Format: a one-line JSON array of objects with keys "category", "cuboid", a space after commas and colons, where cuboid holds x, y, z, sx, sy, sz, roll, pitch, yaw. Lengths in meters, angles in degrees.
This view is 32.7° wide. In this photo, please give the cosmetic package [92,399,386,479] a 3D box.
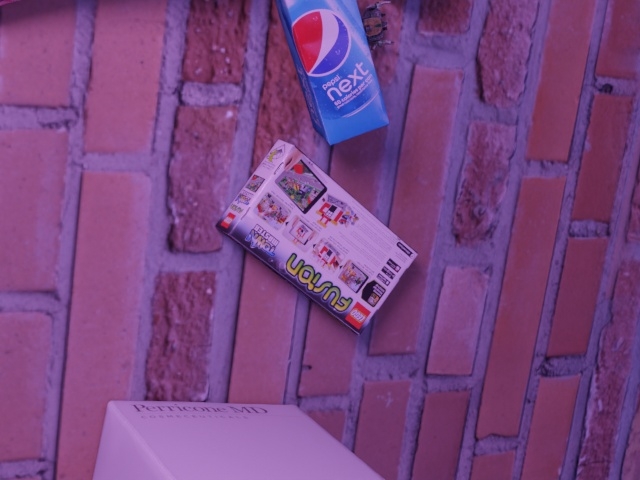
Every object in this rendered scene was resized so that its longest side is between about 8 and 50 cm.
[{"category": "cosmetic package", "cuboid": [-0.030, 0.300, 0.973, 0.230, 0.453, 0.161, 6, 101, -31]}]

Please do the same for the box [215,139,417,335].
[{"category": "box", "cuboid": [0.000, 0.000, 1.147, 0.207, 0.036, 0.114, 40, 84, -32]}]

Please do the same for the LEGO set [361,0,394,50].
[{"category": "LEGO set", "cuboid": [0.045, -0.212, 1.122, 0.083, 0.023, 0.054, -42, 119, 3]}]

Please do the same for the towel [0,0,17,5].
[{"category": "towel", "cuboid": [-0.194, -0.332, 0.813, 0.237, 0.037, 0.329, -17, 142, -5]}]

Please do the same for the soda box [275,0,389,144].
[{"category": "soda box", "cuboid": [0.002, -0.205, 1.058, 0.067, 0.071, 0.210, -21, 115, -6]}]
